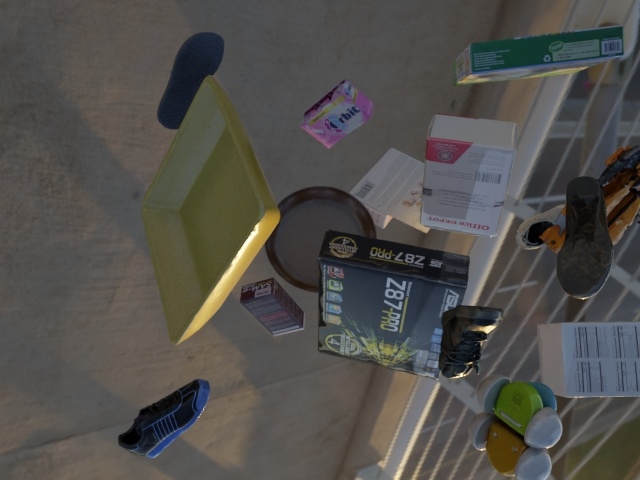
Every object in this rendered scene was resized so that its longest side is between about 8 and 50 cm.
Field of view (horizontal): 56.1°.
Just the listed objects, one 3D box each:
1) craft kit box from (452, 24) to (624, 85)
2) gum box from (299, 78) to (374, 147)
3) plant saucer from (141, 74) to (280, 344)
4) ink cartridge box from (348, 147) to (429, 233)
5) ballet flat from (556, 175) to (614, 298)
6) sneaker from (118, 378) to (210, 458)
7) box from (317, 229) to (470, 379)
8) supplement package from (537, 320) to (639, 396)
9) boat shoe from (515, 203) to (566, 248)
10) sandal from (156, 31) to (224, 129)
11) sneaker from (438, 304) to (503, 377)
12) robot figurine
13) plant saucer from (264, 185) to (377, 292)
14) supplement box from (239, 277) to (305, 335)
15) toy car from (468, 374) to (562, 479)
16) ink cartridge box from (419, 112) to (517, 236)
[{"bbox_3d":[0.382,-0.333,1.105,0.249,0.246,0.061,-5,96,6],"label":"craft kit box"},{"bbox_3d":[0.041,-0.339,1.633,0.107,0.062,0.188,34,140,-25],"label":"gum box"},{"bbox_3d":[-0.186,-0.048,1.018,0.080,0.333,0.333,7,134,-38],"label":"plant saucer"},{"bbox_3d":[0.257,-0.140,1.826,0.296,0.261,0.066,-48,159,-39],"label":"ink cartridge box"},{"bbox_3d":[0.433,-0.002,0.985,0.084,0.250,0.058,-5,137,27],"label":"ballet flat"},{"bbox_3d":[-0.343,0.385,1.314,0.232,0.081,0.090,-48,129,7],"label":"sneaker"},{"bbox_3d":[0.154,0.161,1.406,0.318,0.097,0.395,10,139,7],"label":"box"},{"bbox_3d":[0.769,0.325,1.668,0.262,0.198,0.199,-1,171,1],"label":"supplement package"},{"bbox_3d":[0.545,-0.022,1.513,0.081,0.079,0.227,-30,171,-20],"label":"boat shoe"},{"bbox_3d":[-0.319,-0.388,1.433,0.097,0.054,0.255,27,107,-29],"label":"sandal"},{"bbox_3d":[0.270,0.182,1.082,0.087,0.130,0.227,6,165,-3],"label":"sneaker"},{"bbox_3d":[0.622,-0.079,1.305,0.211,0.085,0.291,24,110,-37],"label":"robot figurine"},{"bbox_3d":[0.000,0.000,1.654,0.310,0.311,0.050,-32,163,-12],"label":"plant saucer"},{"bbox_3d":[-0.164,0.236,2.101,0.130,0.073,0.239,-16,137,20],"label":"supplement box"},{"bbox_3d":[0.367,0.332,1.085,0.136,0.159,0.182,-6,113,-33],"label":"toy car"},{"bbox_3d":[0.365,-0.160,1.513,0.283,0.207,0.117,86,19,-45],"label":"ink cartridge box"}]
